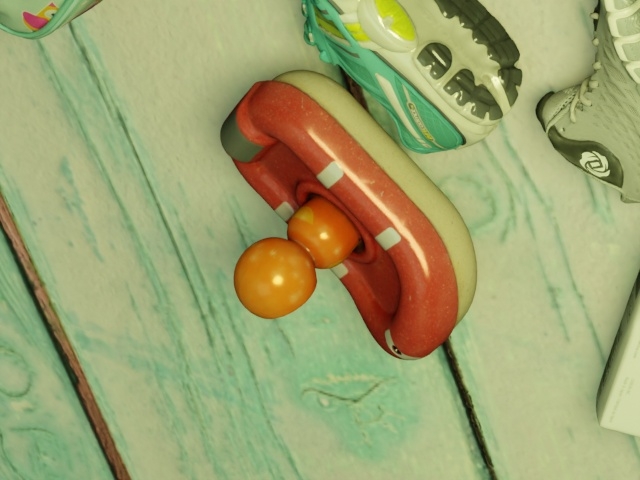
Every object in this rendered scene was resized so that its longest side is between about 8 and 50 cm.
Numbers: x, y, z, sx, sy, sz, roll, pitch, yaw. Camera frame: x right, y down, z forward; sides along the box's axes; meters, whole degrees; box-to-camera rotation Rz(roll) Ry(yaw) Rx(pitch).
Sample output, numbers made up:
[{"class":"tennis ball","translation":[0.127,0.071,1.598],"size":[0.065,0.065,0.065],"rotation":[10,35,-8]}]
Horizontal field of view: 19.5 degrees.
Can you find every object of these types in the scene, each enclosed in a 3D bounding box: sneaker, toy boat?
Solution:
[{"class":"sneaker","translation":[0.185,-0.119,1.227],"size":[0.132,0.086,0.228],"rotation":[-7,111,45]},{"class":"sneaker","translation":[0.016,-0.168,1.290],"size":[0.275,0.107,0.110],"rotation":[51,142,-6]},{"class":"toy boat","translation":[0.000,0.000,1.353],"size":[0.231,0.151,0.151],"rotation":[47,160,-2]}]

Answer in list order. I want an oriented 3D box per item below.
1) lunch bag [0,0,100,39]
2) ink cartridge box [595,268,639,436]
[{"class":"lunch bag","translation":[-0.233,-0.303,1.348],"size":[0.279,0.108,0.224],"rotation":[47,133,-3]},{"class":"ink cartridge box","translation":[0.327,0.079,1.303],"size":[0.232,0.066,0.189],"rotation":[12,128,0]}]
